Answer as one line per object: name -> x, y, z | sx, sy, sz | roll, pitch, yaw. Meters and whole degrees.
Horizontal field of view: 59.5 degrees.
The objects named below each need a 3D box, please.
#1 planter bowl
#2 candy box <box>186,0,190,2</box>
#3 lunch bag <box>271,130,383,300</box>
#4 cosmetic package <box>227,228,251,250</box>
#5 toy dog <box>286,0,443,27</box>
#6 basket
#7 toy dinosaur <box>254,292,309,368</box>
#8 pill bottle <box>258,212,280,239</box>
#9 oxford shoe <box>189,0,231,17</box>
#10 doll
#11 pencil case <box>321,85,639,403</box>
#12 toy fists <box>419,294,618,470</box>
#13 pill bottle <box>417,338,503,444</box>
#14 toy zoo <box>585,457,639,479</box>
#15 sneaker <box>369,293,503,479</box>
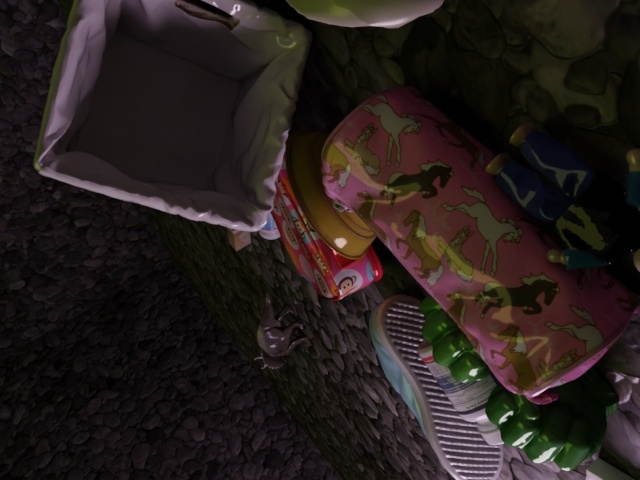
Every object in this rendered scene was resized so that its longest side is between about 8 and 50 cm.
planter bowl -> 0.050, -0.089, 0.842 | 0.090, 0.217, 0.217 | -27, 97, 28
candy box -> -0.267, -0.323, 1.149 | 0.087, 0.183, 0.316 | 45, 156, 36
lunch bag -> -0.007, -0.037, 0.994 | 0.293, 0.120, 0.258 | 63, 170, -1
cosmetic package -> -0.247, -0.023, 1.699 | 0.041, 0.060, 0.115 | 48, 159, 24
toy dog -> 0.059, -0.391, 0.285 | 0.395, 0.284, 0.408 | -117, 13, -44
basket -> -0.235, -0.206, 0.885 | 0.266, 0.328, 0.331 | 5, 80, 67
toy dinosaur -> -0.139, 0.302, 1.769 | 0.121, 0.160, 0.313 | 41, 155, 36
pill bottle -> -0.120, -0.074, 1.306 | 0.087, 0.087, 0.160 | 47, 156, 27
oxford shoe -> -0.190, -0.474, 0.899 | 0.098, 0.097, 0.271 | -4, 116, 60
doll -> 0.254, -0.036, 0.532 | 0.189, 0.046, 0.129 | 46, 117, 22
pencil case -> 0.170, -0.002, 0.650 | 0.386, 0.160, 0.167 | 48, 144, 19
toy fists -> 0.250, 0.161, 0.732 | 0.279, 0.142, 0.096 | 50, 158, 18
pill bottle -> 0.243, 0.218, 0.875 | 0.180, 0.108, 0.108 | 56, 159, 3
toy zoo -> 0.463, 0.432, 0.791 | 0.192, 0.030, 0.293 | 36, 150, 45
sneaker -> 0.205, 0.267, 1.026 | 0.366, 0.135, 0.150 | 65, 167, 5
